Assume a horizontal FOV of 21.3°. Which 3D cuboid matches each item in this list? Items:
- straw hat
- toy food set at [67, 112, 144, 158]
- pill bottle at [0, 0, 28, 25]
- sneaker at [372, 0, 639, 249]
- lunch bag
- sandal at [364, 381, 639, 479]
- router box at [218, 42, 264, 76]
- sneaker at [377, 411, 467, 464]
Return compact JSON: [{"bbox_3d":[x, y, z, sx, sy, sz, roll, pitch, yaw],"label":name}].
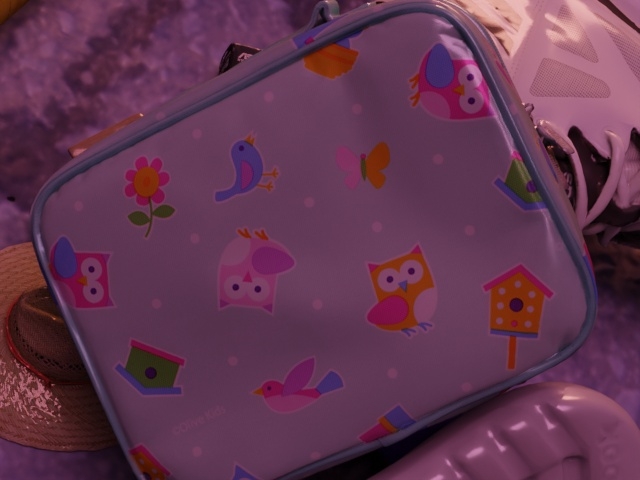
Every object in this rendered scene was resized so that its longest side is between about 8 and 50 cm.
[{"bbox_3d":[-0.145,0.050,0.987,0.145,0.061,0.144,8,63,-15],"label":"straw hat"},{"bbox_3d":[-0.104,-0.015,1.058,0.078,0.019,0.122,-30,85,-28],"label":"toy food set"},{"bbox_3d":[-0.211,-0.193,1.060,0.103,0.103,0.184,40,59,3],"label":"pill bottle"},{"bbox_3d":[0.197,-0.011,1.043,0.447,0.169,0.257,40,43,14],"label":"sneaker"},{"bbox_3d":[0.000,0.000,0.905,0.279,0.108,0.224,-25,89,12],"label":"lunch bag"},{"bbox_3d":[-0.011,0.203,0.926,0.416,0.102,0.169,-22,109,-13],"label":"sandal"},{"bbox_3d":[-0.011,-0.068,1.103,0.122,0.038,0.092,13,61,-12],"label":"router box"},{"bbox_3d":[0.001,0.060,1.017,0.146,0.102,0.293,-25,86,-2],"label":"sneaker"}]
